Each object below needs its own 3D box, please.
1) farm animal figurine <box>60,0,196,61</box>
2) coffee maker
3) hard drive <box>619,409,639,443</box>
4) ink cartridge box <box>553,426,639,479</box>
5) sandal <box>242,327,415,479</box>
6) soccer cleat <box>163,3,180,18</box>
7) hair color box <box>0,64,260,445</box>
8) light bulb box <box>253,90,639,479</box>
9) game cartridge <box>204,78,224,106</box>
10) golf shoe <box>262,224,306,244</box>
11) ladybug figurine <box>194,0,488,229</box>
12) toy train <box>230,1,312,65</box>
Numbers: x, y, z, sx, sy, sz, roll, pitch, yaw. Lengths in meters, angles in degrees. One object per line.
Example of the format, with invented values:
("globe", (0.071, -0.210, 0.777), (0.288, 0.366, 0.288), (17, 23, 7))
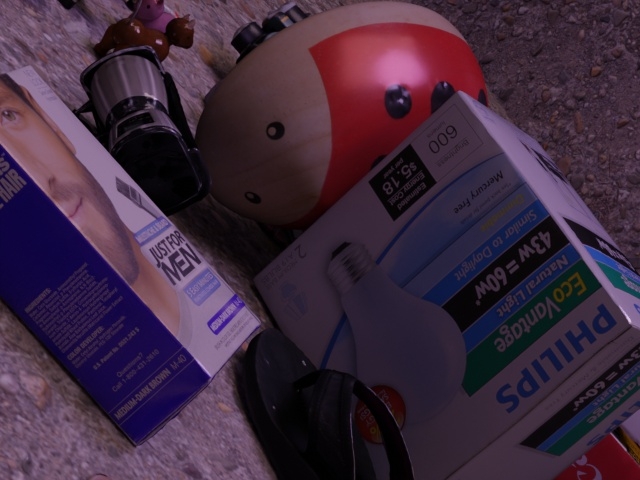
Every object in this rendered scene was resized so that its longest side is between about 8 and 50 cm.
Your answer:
("farm animal figurine", (-0.271, -0.386, 2.009), (0.327, 0.172, 0.330), (39, 19, -29))
("coffee maker", (-0.186, -0.109, 1.697), (0.171, 0.120, 0.178), (36, 21, -39))
("hard drive", (0.376, 0.153, 2.227), (0.233, 0.047, 0.353), (48, 6, -9))
("ink cartridge box", (0.348, 0.278, 2.145), (0.309, 0.130, 0.272), (48, 10, -2))
("sandal", (0.041, 0.243, 1.504), (0.167, 0.107, 0.446), (35, 21, -41))
("soccer cleat", (-0.244, -0.348, 2.260), (0.083, 0.029, 0.035), (50, 25, 15))
("hair color box", (-0.219, 0.005, 1.373), (0.339, 0.110, 0.185), (47, 17, -2))
("light bulb box", (0.175, 0.093, 1.749), (0.225, 0.358, 0.361), (22, 30, -54))
("game cartridge", (-0.016, -0.067, 2.160), (0.355, 0.068, 0.230), (39, 14, -30))
("golf shoe", (0.000, 0.000, 1.994), (0.186, 0.086, 0.067), (48, 14, -8))
("ladybug figurine", (0.054, -0.139, 1.855), (0.449, 0.305, 0.162), (-17, 46, -38))
("toy train", (0.008, -0.225, 2.343), (0.334, 0.142, 0.190), (47, 46, -2))
